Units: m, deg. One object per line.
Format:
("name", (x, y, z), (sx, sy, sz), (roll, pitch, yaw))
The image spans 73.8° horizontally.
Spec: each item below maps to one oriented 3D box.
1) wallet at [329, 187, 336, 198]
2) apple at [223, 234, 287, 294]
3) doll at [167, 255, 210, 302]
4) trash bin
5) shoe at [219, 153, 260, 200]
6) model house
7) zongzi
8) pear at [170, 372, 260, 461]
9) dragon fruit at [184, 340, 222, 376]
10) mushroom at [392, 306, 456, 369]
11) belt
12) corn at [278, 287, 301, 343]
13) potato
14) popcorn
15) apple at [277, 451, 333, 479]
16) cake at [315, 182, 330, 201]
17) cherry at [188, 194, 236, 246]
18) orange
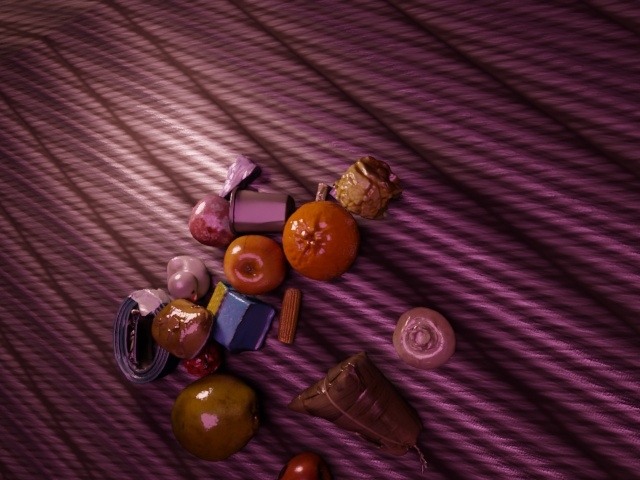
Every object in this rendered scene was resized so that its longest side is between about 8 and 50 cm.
("wallet", (0.082, -0.208, 1.946), (0.083, 0.011, 0.044), (41, 95, 17))
("apple", (-0.287, 0.107, 1.878), (0.285, 0.233, 0.286), (0, 99, 0))
("doll", (-0.642, 0.186, 2.006), (0.221, 0.221, 0.251), (-36, 73, 9))
("trash bin", (-0.255, -0.124, 1.934), (0.249, 0.219, 0.220), (3, 86, 10))
("shoe", (-0.417, -0.305, 2.069), (0.245, 0.095, 0.138), (-44, 70, 3))
("model house", (-0.399, 0.339, 1.917), (0.303, 0.215, 0.237), (25, 91, 28))
("zongzi", (0.160, 0.752, 1.747), (0.500, 0.218, 0.467), (48, 123, 5))
("pear", (-0.452, 0.750, 1.820), (0.413, 0.352, 0.352), (-15, 79, 24))
("dragon fruit", (-0.534, 0.538, 1.945), (0.209, 0.172, 0.173), (-33, 70, 52))
("mushroom", (0.402, 0.382, 1.677), (0.245, 0.202, 0.246), (-7, 72, 22))
("belt", (-0.816, 0.452, 2.042), (0.299, 0.173, 0.437), (-4, 85, 7))
("corn", (-0.140, 0.335, 1.904), (0.081, 0.081, 0.249), (8, 86, 17))
("potato", (-0.608, 0.375, 1.835), (0.299, 0.196, 0.247), (-9, 60, 53))
("popcorn", (0.207, -0.222, 1.792), (0.293, 0.293, 0.237), (42, 125, 17))
("apple", (-0.066, 0.991, 1.726), (0.229, 0.230, 0.230), (-2, 82, 16))
("cake", (0.006, -0.195, 1.961), (0.051, 0.055, 0.140), (19, 106, 17))
("cherry", (-0.504, -0.093, 2.001), (0.285, 0.212, 0.236), (30, 125, 19))
("orange", (0.000, 0.000, 1.791), (0.340, 0.293, 0.341), (0, 90, 19))
